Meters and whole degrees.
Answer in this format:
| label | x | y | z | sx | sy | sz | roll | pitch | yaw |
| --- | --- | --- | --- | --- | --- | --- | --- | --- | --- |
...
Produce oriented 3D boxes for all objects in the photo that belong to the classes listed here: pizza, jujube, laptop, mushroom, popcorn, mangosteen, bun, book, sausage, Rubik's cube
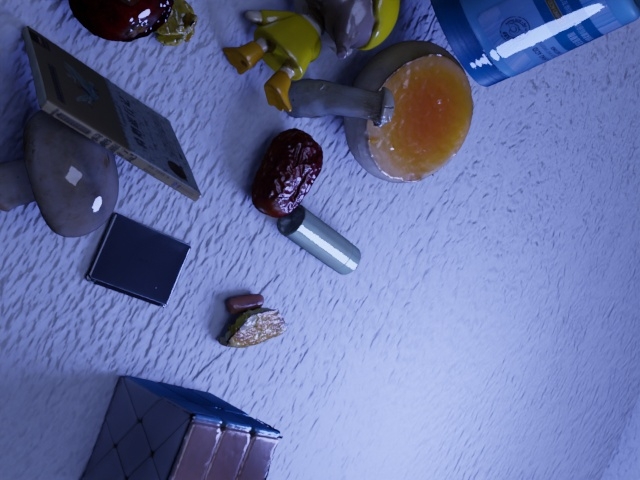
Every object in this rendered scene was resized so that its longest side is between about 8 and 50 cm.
| label | x | y | z | sx | sy | sz | roll | pitch | yaw |
| --- | --- | --- | --- | --- | --- | --- | --- | --- | --- |
| pizza | -0.130 | 0.169 | 1.816 | 0.160 | 0.036 | 0.099 | -11 | 133 | -39 |
| jujube | -0.065 | -0.128 | 1.759 | 0.112 | 0.109 | 0.176 | 29 | 82 | -9 |
| laptop | -0.321 | 0.038 | 1.626 | 0.180 | 0.016 | 0.129 | 27 | 82 | -45 |
| mushroom | 0.038 | -0.265 | 1.744 | 0.092 | 0.223 | 0.081 | 43 | 60 | -54 |
| popcorn | -0.240 | -0.370 | 1.547 | 0.084 | 0.084 | 0.084 | -14 | 110 | -40 |
| mangosteen | -0.316 | -0.403 | 1.423 | 0.166 | 0.166 | 0.180 | -23 | 92 | -37 |
| bun | 0.169 | -0.268 | 1.901 | 0.299 | 0.165 | 0.298 | -12 | 117 | -25 |
| book | -0.326 | -0.196 | 1.436 | 0.021 | 0.216 | 0.310 | -42 | 136 | 15 |
| mushroom | -0.415 | -0.101 | 1.404 | 0.204 | 0.204 | 0.204 | -14 | 110 | -40 |
| sausage | -0.148 | 0.124 | 1.801 | 0.083 | 0.034 | 0.034 | -8 | 107 | -43 |
| Rubik's cube | -0.250 | 0.394 | 1.645 | 0.225 | 0.231 | 0.221 | 24 | 85 | -46 |

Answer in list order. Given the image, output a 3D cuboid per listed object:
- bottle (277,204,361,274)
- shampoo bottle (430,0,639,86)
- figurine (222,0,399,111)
| label | x | y | z | sx | sy | sz | roll | pitch | yaw |
| --- | --- | --- | --- | --- | --- | --- | --- | --- | --- |
| bottle | 0.000 | 0.000 | 1.879 | 0.201 | 0.072 | 0.072 | 36 | 76 | -43 |
| shampoo bottle | 0.436 | -0.534 | 1.872 | 0.331 | 0.343 | 0.331 | 39 | 39 | -42 |
| figurine | -0.002 | -0.404 | 1.703 | 0.343 | 0.187 | 0.215 | -47 | 115 | -15 |
